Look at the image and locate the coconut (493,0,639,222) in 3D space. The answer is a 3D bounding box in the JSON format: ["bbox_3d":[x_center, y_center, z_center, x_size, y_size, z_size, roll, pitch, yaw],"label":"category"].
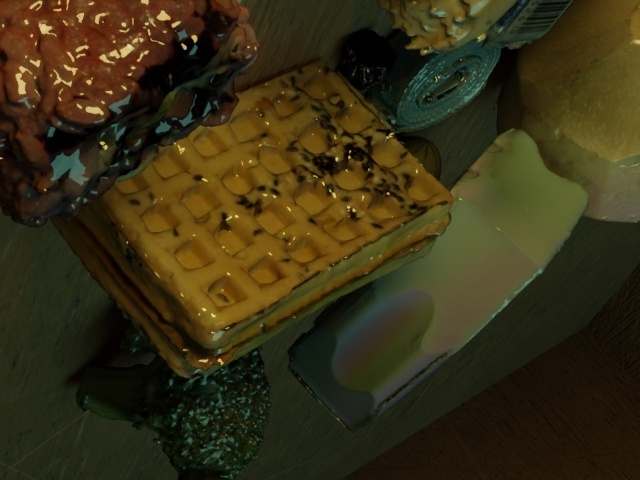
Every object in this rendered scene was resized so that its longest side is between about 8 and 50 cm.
[{"bbox_3d":[0.406,-0.204,2.093,0.352,0.352,0.352,-35,162,-13],"label":"coconut"}]

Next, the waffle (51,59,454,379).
[{"bbox_3d":[-0.061,-0.030,1.661,0.376,0.261,0.114,-26,153,-37],"label":"waffle"}]

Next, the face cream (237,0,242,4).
[{"bbox_3d":[-0.101,-0.222,1.429,0.051,0.072,0.182,18,124,-31],"label":"face cream"}]

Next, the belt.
[{"bbox_3d":[0.134,-0.211,1.898,0.163,0.082,0.148,-12,137,-46],"label":"belt"}]

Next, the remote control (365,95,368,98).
[{"bbox_3d":[0.003,-0.124,1.924,0.221,0.042,0.078,-26,159,-33],"label":"remote control"}]

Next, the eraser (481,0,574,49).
[{"bbox_3d":[0.282,-0.366,1.783,0.155,0.101,0.332,-16,149,-52],"label":"eraser"}]

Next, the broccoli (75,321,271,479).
[{"bbox_3d":[-0.169,0.194,2.050,0.235,0.260,0.288,-9,104,-35],"label":"broccoli"}]

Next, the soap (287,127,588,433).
[{"bbox_3d":[0.134,0.071,2.085,0.446,0.156,0.261,-45,-178,45],"label":"soap"}]

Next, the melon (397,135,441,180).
[{"bbox_3d":[0.111,-0.086,2.137,0.131,0.098,0.098,-52,159,27],"label":"melon"}]

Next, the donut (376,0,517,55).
[{"bbox_3d":[0.133,-0.334,1.485,0.307,0.150,0.371,-43,162,12],"label":"donut"}]

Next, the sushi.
[{"bbox_3d":[-0.183,-0.136,1.310,0.270,0.171,0.236,-36,163,-25],"label":"sushi"}]

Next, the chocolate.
[{"bbox_3d":[0.032,-0.179,1.829,0.147,0.072,0.070,-47,-157,49],"label":"chocolate"}]
